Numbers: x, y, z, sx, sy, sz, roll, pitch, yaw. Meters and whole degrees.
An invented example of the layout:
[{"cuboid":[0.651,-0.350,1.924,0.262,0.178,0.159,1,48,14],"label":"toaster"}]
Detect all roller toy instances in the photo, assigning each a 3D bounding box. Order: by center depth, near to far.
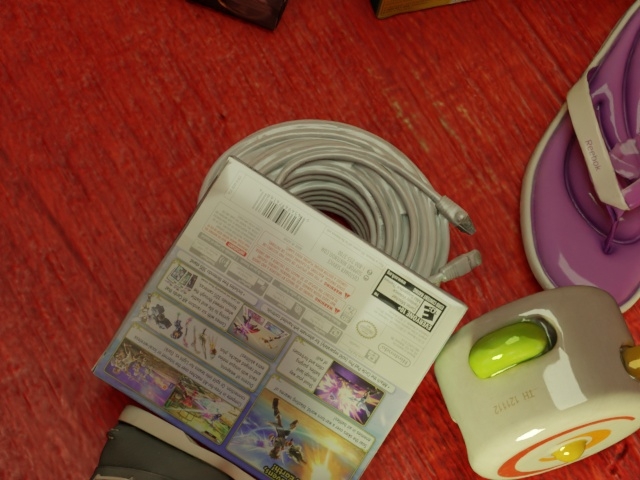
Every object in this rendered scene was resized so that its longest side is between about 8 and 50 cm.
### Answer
[{"cuboid":[0.220,0.145,1.750,0.209,0.191,0.146,-9,67,-28],"label":"roller toy"}]

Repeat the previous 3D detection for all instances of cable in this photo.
[{"cuboid":[0.000,0.000,1.837,0.257,0.089,0.257,-36,76,-19],"label":"cable"}]

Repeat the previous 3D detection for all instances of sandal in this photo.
[{"cuboid":[0.325,-0.115,1.928,0.169,0.102,0.416,21,65,1],"label":"sandal"}]

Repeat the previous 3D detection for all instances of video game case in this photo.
[{"cuboid":[-0.038,0.093,1.721,0.269,0.061,0.244,33,88,-1],"label":"video game case"}]

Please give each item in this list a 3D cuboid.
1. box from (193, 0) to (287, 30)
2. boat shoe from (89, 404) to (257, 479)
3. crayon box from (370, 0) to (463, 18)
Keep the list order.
[{"cuboid":[-0.126,-0.459,2.013,0.318,0.097,0.395,23,65,-2],"label":"box"},{"cuboid":[-0.098,0.251,1.640,0.319,0.116,0.099,25,74,44],"label":"boat shoe"},{"cuboid":[0.164,-0.362,1.892,0.202,0.318,0.081,-13,69,-14],"label":"crayon box"}]
